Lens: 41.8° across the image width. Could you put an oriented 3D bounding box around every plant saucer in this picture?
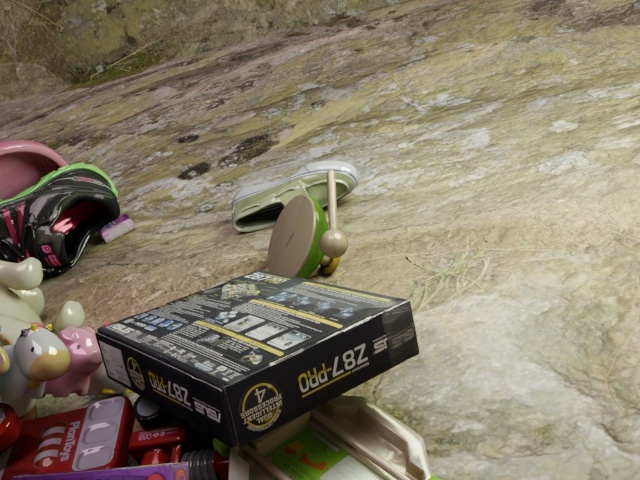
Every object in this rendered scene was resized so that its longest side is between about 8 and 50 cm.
[{"bbox_3d":[-0.754,-0.106,1.987,0.332,0.332,0.084,-32,57,-22],"label":"plant saucer"}]

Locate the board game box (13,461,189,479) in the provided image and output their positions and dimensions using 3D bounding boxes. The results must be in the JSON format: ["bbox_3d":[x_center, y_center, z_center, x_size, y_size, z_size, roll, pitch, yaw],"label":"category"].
[{"bbox_3d":[-0.236,0.427,0.913,0.208,0.056,0.347,-9,76,20],"label":"board game box"}]

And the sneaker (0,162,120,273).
[{"bbox_3d":[-0.672,0.001,1.916,0.482,0.185,0.202,-39,49,-14],"label":"sneaker"}]

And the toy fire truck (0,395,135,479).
[{"bbox_3d":[-0.404,0.352,1.217,0.253,0.169,0.302,-15,27,3],"label":"toy fire truck"}]

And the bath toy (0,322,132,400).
[{"bbox_3d":[-0.421,0.191,1.358,0.151,0.129,0.348,-8,-11,26],"label":"bath toy"}]

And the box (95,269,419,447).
[{"bbox_3d":[-0.105,0.148,1.233,0.318,0.097,0.395,-23,18,-34],"label":"box"}]

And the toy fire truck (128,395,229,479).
[{"bbox_3d":[-0.180,0.323,1.192,0.217,0.159,0.246,-10,43,12],"label":"toy fire truck"}]

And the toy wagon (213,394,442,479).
[{"bbox_3d":[-0.017,0.312,1.070,0.267,0.068,0.344,30,37,32],"label":"toy wagon"}]

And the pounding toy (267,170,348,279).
[{"bbox_3d":[0.000,0.000,1.621,0.237,0.110,0.183,-37,44,48],"label":"pounding toy"}]

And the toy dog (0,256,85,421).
[{"bbox_3d":[-0.633,0.183,1.517,0.395,0.285,0.408,-33,36,-23],"label":"toy dog"}]

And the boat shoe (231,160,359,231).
[{"bbox_3d":[-0.056,-0.086,1.830,0.302,0.109,0.094,-17,45,20],"label":"boat shoe"}]

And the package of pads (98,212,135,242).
[{"bbox_3d":[-0.493,-0.029,2.020,0.083,0.032,0.050,-30,35,-19],"label":"package of pads"}]
